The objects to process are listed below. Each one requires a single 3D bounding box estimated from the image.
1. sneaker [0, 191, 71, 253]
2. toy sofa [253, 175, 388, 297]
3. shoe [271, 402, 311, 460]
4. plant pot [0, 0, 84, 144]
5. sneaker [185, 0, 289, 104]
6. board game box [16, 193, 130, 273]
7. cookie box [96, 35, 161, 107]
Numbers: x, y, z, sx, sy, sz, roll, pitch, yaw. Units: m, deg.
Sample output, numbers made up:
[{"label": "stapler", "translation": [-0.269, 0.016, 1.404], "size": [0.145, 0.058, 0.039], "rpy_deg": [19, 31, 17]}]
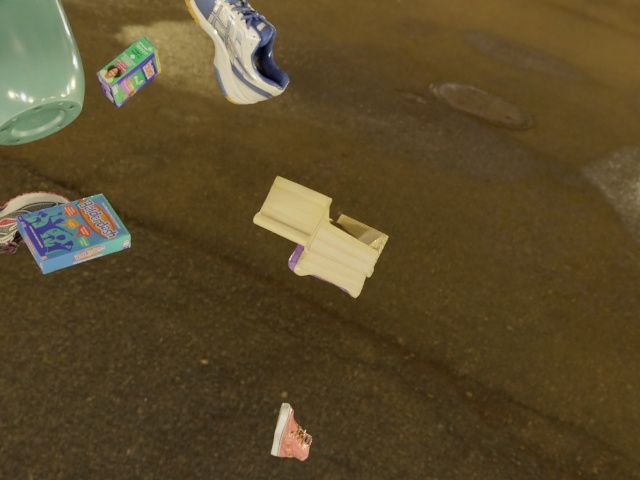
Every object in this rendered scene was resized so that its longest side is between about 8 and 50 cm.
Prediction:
[{"label": "sneaker", "translation": [-0.744, -0.028, 1.842], "size": [0.299, 0.121, 0.112], "rpy_deg": [-20, 65, -21]}, {"label": "toy sofa", "translation": [0.000, 0.000, 1.750], "size": [0.150, 0.177, 0.362], "rpy_deg": [26, 0, 30]}, {"label": "shoe", "translation": [-0.056, 0.414, 1.634], "size": [0.081, 0.178, 0.063], "rpy_deg": [13, 45, 1]}, {"label": "plant pot", "translation": [-0.604, -0.332, 1.495], "size": [0.293, 0.293, 0.235], "rpy_deg": [-24, 85, -51]}, {"label": "sneaker", "translation": [-0.141, -0.389, 1.344], "size": [0.131, 0.296, 0.112], "rpy_deg": [0, 36, 34]}, {"label": "board game box", "translation": [-0.575, -0.020, 1.772], "size": [0.210, 0.047, 0.160], "rpy_deg": [-20, 53, -33]}, {"label": "cookie box", "translation": [-0.336, -0.297, 1.341], "size": [0.040, 0.092, 0.107], "rpy_deg": [45, 76, 4]}]
